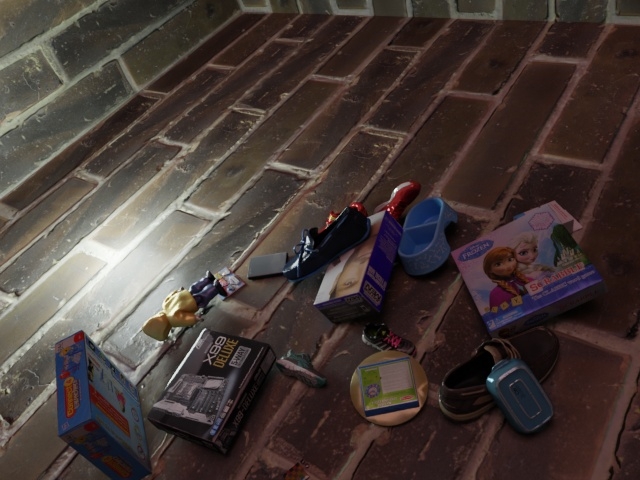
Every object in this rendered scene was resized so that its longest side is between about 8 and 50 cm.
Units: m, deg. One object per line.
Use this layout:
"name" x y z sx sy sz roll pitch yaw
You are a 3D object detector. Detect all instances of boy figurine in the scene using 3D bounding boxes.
"boy figurine" -0.440 0.224 1.824 0.285 0.092 0.177 -40 48 -16

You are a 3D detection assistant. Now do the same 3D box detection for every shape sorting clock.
"shape sorting clock" 0.179 0.386 1.477 0.206 0.040 0.206 -10 47 11

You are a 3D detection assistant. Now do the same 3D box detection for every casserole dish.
"casserole dish" 0.471 0.366 1.309 0.114 0.037 0.188 -33 88 -4

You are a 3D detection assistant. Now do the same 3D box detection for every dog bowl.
"dog bowl" 0.333 -0.024 1.783 0.165 0.074 0.297 -14 37 37

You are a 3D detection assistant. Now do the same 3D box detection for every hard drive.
"hard drive" -0.180 0.088 1.929 0.135 0.022 0.094 -9 44 11

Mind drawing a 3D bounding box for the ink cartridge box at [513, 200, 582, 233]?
"ink cartridge box" 0.702 -0.057 1.733 0.180 0.060 0.104 -22 42 -3

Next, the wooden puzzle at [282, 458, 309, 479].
"wooden puzzle" -0.060 0.582 1.387 0.083 0.006 0.049 -35 45 -17

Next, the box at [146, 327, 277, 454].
"box" -0.297 0.407 1.568 0.242 0.077 0.308 9 50 29

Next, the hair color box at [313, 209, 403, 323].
"hair color box" 0.122 0.077 1.724 0.185 0.110 0.339 -21 36 40

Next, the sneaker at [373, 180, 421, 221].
"sneaker" 0.261 -0.092 1.864 0.087 0.221 0.128 17 51 -22

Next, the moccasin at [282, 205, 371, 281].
"moccasin" 0.000 0.000 1.766 0.342 0.117 0.138 -37 25 21

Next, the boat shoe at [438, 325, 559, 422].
"boat shoe" 0.448 0.316 1.388 0.355 0.130 0.132 -31 44 -13

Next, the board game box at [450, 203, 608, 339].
"board game box" 0.567 0.085 1.575 0.318 0.066 0.318 -29 41 13

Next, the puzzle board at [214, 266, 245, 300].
"puzzle board" -0.331 0.146 1.932 0.096 0.011 0.128 -38 46 -19

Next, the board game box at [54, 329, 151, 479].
"board game box" -0.578 0.446 1.492 0.086 0.308 0.302 -26 42 -6

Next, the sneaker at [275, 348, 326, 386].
"sneaker" -0.046 0.352 1.582 0.166 0.065 0.076 18 50 32

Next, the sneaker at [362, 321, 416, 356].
"sneaker" 0.186 0.275 1.566 0.170 0.075 0.063 19 54 34

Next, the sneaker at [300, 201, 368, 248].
"sneaker" 0.038 -0.042 1.914 0.279 0.118 0.107 -34 44 -16
